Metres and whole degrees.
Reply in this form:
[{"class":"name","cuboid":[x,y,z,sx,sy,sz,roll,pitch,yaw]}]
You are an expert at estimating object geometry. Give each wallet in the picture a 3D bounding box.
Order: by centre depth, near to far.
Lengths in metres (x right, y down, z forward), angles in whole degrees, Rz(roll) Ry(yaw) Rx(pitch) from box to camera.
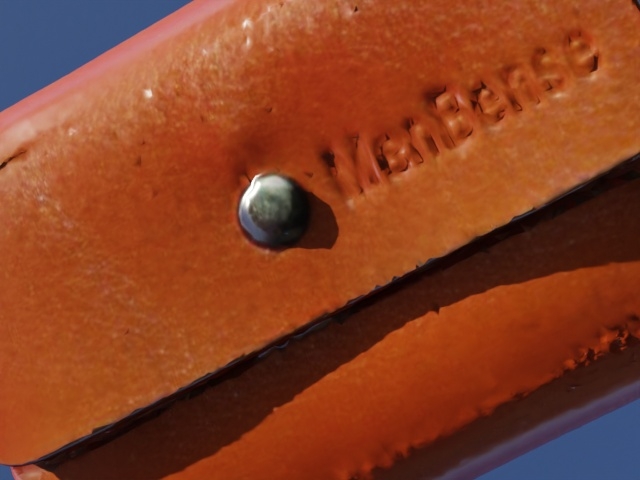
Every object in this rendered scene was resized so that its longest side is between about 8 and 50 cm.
[{"class":"wallet","cuboid":[0.000,0.000,0.465,0.204,0.045,0.142,-28,-96,16]}]
